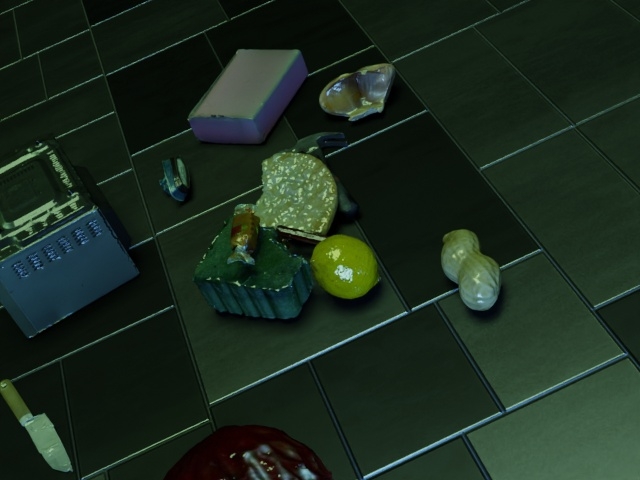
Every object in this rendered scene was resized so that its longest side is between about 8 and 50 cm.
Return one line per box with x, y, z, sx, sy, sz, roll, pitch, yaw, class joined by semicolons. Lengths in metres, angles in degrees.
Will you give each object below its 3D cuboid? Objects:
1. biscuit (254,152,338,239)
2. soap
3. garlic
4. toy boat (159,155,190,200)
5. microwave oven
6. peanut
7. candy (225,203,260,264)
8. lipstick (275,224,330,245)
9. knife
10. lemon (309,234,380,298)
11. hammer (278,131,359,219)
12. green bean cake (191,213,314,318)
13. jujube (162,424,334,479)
-0.057;-0.079;1.984;0.188;0.040;0.265;-37;46;6;biscuit
-0.160;-0.328;2.309;0.181;0.081;0.259;5;46;28;soap
0.079;-0.324;2.185;0.175;0.099;0.124;-15;25;10;garlic
-0.314;-0.132;2.182;0.061;0.060;0.137;-39;42;19;toy boat
-0.566;-0.030;2.060;0.286;0.218;0.355;-31;40;-8;microwave oven
0.249;0.044;1.706;0.082;0.082;0.187;-25;38;-2;peanut
-0.134;-0.007;1.802;0.053;0.046;0.182;-13;35;12;candy
0.000;0.000;1.875;0.177;0.027;0.027;14;50;17;lipstick
-0.499;0.320;1.793;0.047;0.017;0.298;-31;39;-20;knife
0.043;0.046;1.770;0.133;0.109;0.109;19;38;-18;lemon
0.019;-0.129;2.036;0.137;0.037;0.290;-27;39;-2;hammer
-0.100;0.045;1.845;0.208;0.107;0.193;5;44;28;green bean cake
-0.077;0.404;1.341;0.258;0.258;0.376;-28;33;-7;jujube
